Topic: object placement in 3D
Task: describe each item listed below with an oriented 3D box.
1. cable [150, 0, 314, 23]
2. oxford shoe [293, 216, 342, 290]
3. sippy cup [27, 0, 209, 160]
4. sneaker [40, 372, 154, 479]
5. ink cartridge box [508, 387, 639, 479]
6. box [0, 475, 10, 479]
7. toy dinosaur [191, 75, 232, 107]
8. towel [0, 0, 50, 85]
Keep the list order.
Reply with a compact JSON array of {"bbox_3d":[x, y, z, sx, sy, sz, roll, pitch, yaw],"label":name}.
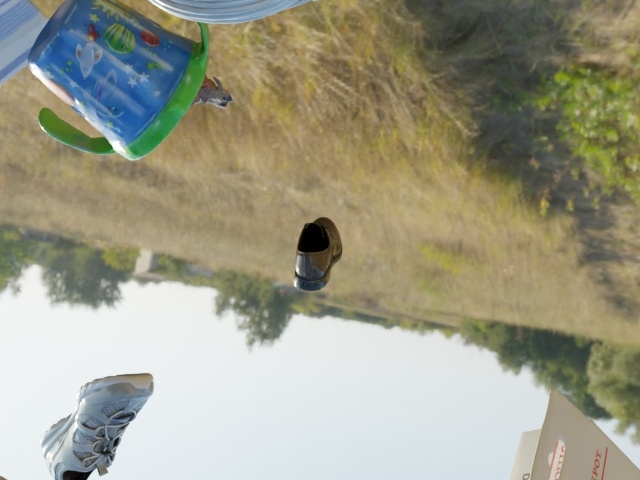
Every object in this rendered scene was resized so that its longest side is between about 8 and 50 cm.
[{"bbox_3d":[-0.116,-0.384,0.948,0.257,0.257,0.089,50,160,30],"label":"cable"},{"bbox_3d":[0.000,0.000,1.394,0.082,0.096,0.227,3,-153,5],"label":"oxford shoe"},{"bbox_3d":[-0.341,-0.287,1.202,0.224,0.305,0.240,35,175,-32],"label":"sippy cup"},{"bbox_3d":[-0.326,0.294,1.111,0.105,0.115,0.281,5,140,-43],"label":"sneaker"},{"bbox_3d":[0.345,0.381,0.947,0.353,0.207,0.119,45,138,-15],"label":"ink cartridge box"},{"bbox_3d":[-0.186,0.260,0.460,0.381,0.143,0.191,21,163,22],"label":"box"},{"bbox_3d":[-0.368,-0.342,1.661,0.295,0.127,0.200,-6,166,-27],"label":"toy dinosaur"},{"bbox_3d":[-0.711,-0.456,1.543,0.034,0.209,0.285,60,-172,29],"label":"towel"}]
